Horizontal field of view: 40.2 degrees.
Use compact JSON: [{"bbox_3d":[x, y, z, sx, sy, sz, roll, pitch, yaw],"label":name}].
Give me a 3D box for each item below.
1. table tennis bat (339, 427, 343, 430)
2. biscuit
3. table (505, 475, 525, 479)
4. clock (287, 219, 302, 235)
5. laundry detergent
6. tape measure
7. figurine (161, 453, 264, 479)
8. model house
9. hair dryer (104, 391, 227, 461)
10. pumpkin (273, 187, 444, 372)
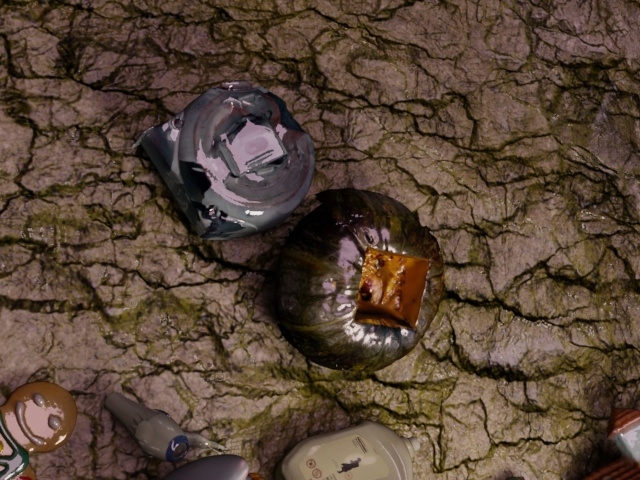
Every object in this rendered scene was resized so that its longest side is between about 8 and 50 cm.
[{"bbox_3d":[0.066,0.355,1.544,0.083,0.007,0.050,36,63,-17],"label":"table tennis bat"},{"bbox_3d":[-0.484,0.308,1.250,0.301,0.049,0.197,-33,94,-32],"label":"biscuit"},{"bbox_3d":[0.319,0.535,1.564,0.240,0.111,0.122,-25,89,-31],"label":"table"},{"bbox_3d":[0.000,0.000,1.591,0.135,0.041,0.101,-10,80,-29],"label":"clock"},{"bbox_3d":[0.061,0.393,1.464,0.253,0.091,0.181,-19,66,-26],"label":"laundry detergent"},{"bbox_3d":[-0.143,-0.134,1.496,0.275,0.147,0.256,-34,93,-29],"label":"tape measure"},{"bbox_3d":[-0.154,0.510,1.262,0.205,0.224,0.382,-8,80,-26],"label":"figurine"},{"bbox_3d":[0.617,0.505,1.692,0.294,0.252,0.329,-29,66,-8],"label":"model house"},{"bbox_3d":[-0.244,0.288,1.370,0.167,0.199,0.068,28,89,21],"label":"hair dryer"},{"bbox_3d":[0.070,0.071,1.490,0.320,0.192,0.321,-6,100,-34],"label":"pumpkin"}]
